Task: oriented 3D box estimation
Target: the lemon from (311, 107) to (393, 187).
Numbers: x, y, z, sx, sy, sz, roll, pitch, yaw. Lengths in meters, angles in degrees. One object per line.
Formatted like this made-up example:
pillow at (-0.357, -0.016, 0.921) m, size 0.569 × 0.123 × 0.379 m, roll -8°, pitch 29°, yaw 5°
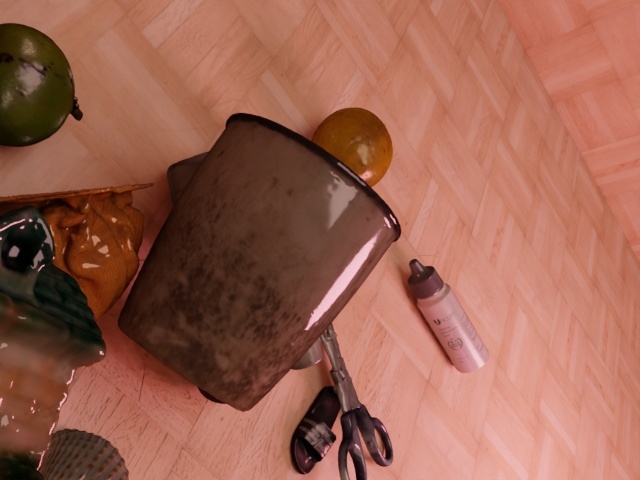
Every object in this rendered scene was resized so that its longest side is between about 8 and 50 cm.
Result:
lemon at (0.065, -0.185, 1.430) m, size 0.170 × 0.170 × 0.207 m, roll 57°, pitch 38°, yaw -19°

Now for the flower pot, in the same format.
flower pot at (-0.092, 0.043, 0.961) m, size 0.293 × 0.293 × 0.330 m, roll 39°, pitch 78°, yaw -35°

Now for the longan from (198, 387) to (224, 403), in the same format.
longan at (-0.154, 0.199, 1.082) m, size 0.113 × 0.092 × 0.114 m, roll 29°, pitch 51°, yaw -44°

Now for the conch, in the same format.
conch at (-0.292, 0.310, 0.879) m, size 0.135 × 0.102 × 0.153 m, roll -19°, pitch 92°, yaw -66°

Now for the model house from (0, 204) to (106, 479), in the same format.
model house at (-0.405, 0.054, 0.582) m, size 0.445 × 0.394 × 0.400 m, roll 43°, pitch 52°, yaw -43°

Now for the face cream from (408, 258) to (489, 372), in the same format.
face cream at (0.289, 0.169, 1.626) m, size 0.311 × 0.092 × 0.092 m, roll 58°, pitch 41°, yaw -20°

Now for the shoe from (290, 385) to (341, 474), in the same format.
shoe at (0.005, 0.336, 1.259) m, size 0.071 × 0.049 × 0.179 m, roll 54°, pitch 43°, yaw -21°

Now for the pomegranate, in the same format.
pomegranate at (-0.421, -0.207, 0.892) m, size 0.220 × 0.156 × 0.156 m, roll 18°, pitch 59°, yaw -10°

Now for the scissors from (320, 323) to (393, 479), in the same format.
scissors at (0.042, 0.272, 1.312) m, size 0.256 × 0.029 × 0.384 m, roll -11°, pitch 82°, yaw -68°

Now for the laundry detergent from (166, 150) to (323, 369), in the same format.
laundry detergent at (-0.100, 0.034, 1.190) m, size 0.264 × 0.124 × 0.398 m, roll -26°, pitch 99°, yaw -52°

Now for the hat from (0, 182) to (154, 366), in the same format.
hat at (-0.305, 0.050, 0.888) m, size 0.233 × 0.244 × 0.234 m, roll -13°, pitch 100°, yaw -44°
